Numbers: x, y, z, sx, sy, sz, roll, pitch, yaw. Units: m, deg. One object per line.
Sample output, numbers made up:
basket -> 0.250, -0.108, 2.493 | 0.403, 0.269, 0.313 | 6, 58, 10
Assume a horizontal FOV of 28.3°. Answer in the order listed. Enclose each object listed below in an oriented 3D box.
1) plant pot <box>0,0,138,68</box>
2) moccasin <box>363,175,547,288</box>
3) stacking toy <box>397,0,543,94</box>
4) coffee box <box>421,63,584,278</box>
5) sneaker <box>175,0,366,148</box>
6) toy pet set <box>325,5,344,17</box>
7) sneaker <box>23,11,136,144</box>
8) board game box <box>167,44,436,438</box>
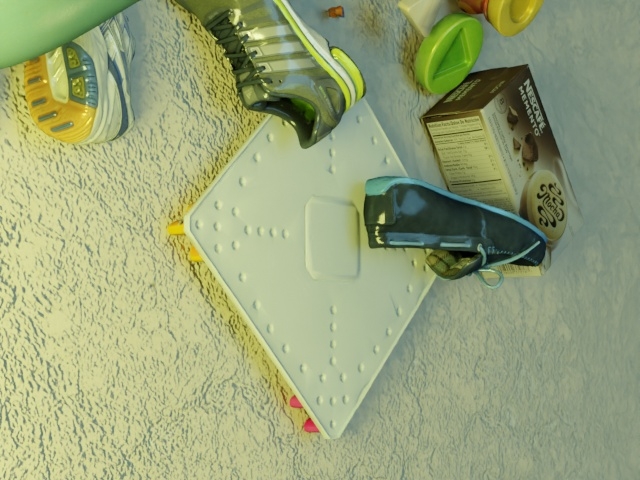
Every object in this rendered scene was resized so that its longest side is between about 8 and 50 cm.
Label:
plant pot -> -0.313, -0.293, 1.165 | 0.235, 0.293, 0.293 | -44, 119, -27
moccasin -> 0.184, 0.002, 1.821 | 0.342, 0.137, 0.117 | 16, 78, -33
stacking toy -> 0.198, -0.394, 1.933 | 0.279, 0.130, 0.309 | -46, 149, -10
coffee box -> 0.295, -0.109, 2.021 | 0.168, 0.118, 0.297 | -42, 117, -42
sneaker -> -0.076, -0.235, 1.579 | 0.300, 0.111, 0.121 | 37, 57, -18
toy pet set -> -0.009, -0.370, 1.764 | 0.114, 0.065, 0.122 | -54, 137, -82
sneaker -> -0.270, -0.251, 1.417 | 0.131, 0.111, 0.297 | 3, 85, -67
board game box -> 0.000, 0.000, 1.722 | 0.390, 0.050, 0.390 | 58, 47, -28
